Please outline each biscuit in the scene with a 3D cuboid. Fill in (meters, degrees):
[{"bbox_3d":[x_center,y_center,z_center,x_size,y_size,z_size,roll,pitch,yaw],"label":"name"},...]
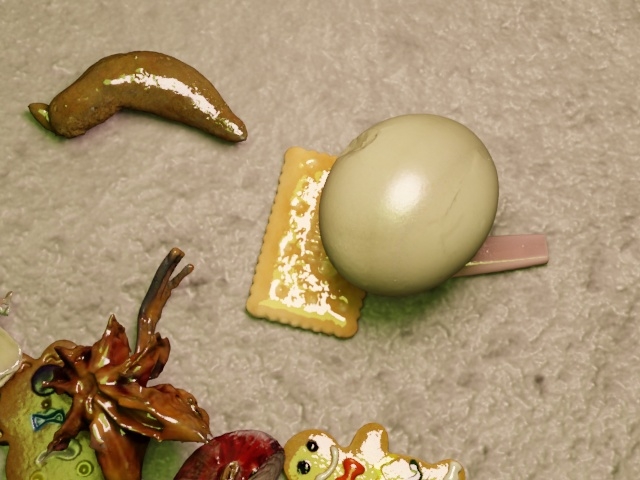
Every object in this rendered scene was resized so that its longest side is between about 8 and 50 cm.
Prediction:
[{"bbox_3d":[0.062,0.316,1.797,0.240,0.035,0.158,19,73,5],"label":"biscuit"},{"bbox_3d":[0.000,0.000,1.885,0.160,0.030,0.250,14,75,4],"label":"biscuit"},{"bbox_3d":[-0.353,0.250,1.820,0.179,0.039,0.236,-15,77,-5],"label":"biscuit"}]

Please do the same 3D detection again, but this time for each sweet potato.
[{"bbox_3d":[-0.253,-0.201,1.912,0.310,0.098,0.124,1,96,-1],"label":"sweet potato"}]

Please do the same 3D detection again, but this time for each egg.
[{"bbox_3d":[0.114,-0.048,1.780,0.219,0.219,0.269,27,58,8],"label":"egg"}]

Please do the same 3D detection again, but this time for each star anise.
[{"bbox_3d":[-0.230,0.171,1.769,0.237,0.148,0.346,5,70,16],"label":"star anise"}]

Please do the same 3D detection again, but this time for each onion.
[{"bbox_3d":[-0.139,0.315,1.749,0.098,0.151,0.206,30,60,23],"label":"onion"}]

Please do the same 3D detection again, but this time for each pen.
[{"bbox_3d":[0.210,0.022,1.877,0.197,0.032,0.053,-5,74,-3],"label":"pen"}]

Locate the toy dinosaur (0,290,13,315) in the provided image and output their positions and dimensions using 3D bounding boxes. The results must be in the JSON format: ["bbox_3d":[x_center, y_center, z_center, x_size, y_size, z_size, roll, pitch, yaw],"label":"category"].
[{"bbox_3d":[-0.462,0.078,1.817,0.108,0.032,0.220,18,33,-15],"label":"toy dinosaur"}]

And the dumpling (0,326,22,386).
[{"bbox_3d":[-0.508,0.163,1.811,0.215,0.126,0.166,-36,49,8],"label":"dumpling"}]
